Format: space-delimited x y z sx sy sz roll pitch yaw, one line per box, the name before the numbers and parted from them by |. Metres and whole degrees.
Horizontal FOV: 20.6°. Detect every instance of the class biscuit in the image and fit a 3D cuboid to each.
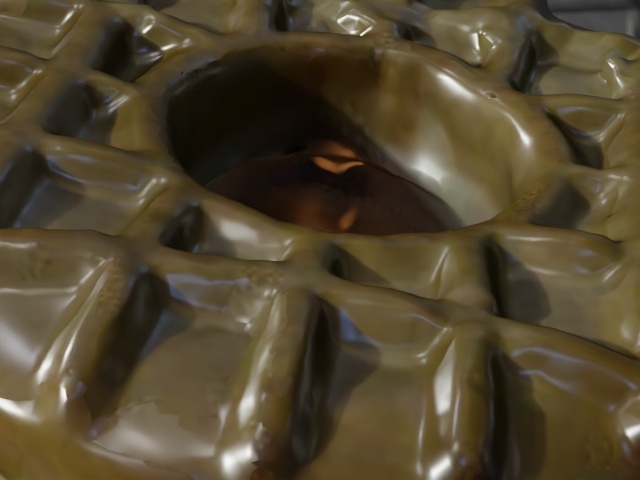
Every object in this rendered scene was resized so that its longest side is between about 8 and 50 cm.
biscuit | 0.000 0.000 0.571 0.332 0.332 0.103 -110 23 -53
